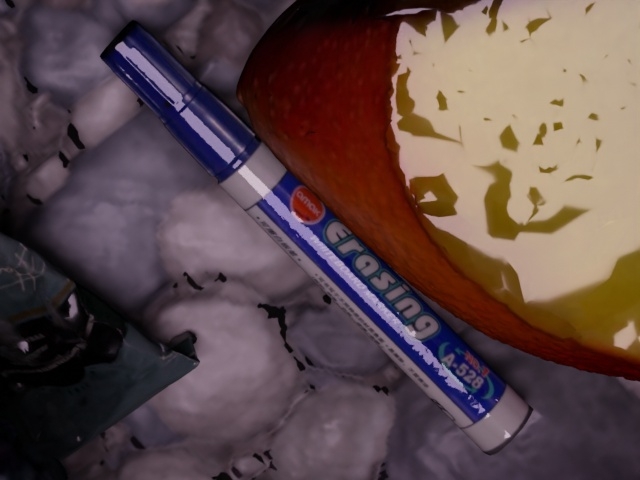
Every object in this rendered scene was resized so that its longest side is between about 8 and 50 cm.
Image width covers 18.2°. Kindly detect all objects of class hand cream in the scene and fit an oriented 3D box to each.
[{"bbox_3d":[-0.145,-0.019,0.678,0.075,0.052,0.248,-19,127,35],"label":"hand cream"}]

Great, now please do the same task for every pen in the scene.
[{"bbox_3d":[0.000,0.000,0.706,0.025,0.025,0.204,-42,103,13],"label":"pen"}]

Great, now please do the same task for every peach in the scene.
[{"bbox_3d":[0.115,-0.030,0.623,0.267,0.159,0.154,-13,97,3],"label":"peach"}]

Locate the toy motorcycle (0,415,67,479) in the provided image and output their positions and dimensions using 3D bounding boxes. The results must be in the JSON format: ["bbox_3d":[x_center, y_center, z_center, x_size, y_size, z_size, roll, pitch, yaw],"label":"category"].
[{"bbox_3d":[-0.276,0.049,0.650,0.410,0.169,0.237,42,111,-9],"label":"toy motorcycle"}]
